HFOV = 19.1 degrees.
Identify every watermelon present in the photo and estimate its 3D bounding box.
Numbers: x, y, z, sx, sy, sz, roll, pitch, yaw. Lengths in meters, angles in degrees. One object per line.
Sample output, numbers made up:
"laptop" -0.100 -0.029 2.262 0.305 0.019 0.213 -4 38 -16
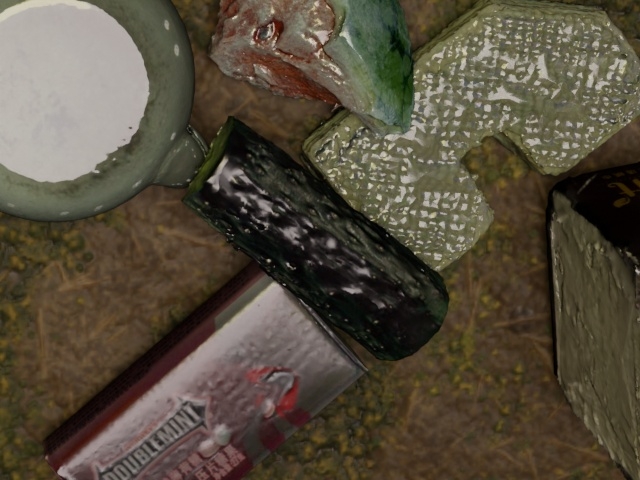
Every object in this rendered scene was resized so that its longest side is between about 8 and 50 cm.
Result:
"watermelon" -0.014 -0.146 1.351 0.139 0.071 0.187 -24 90 12

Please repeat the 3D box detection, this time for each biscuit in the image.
"biscuit" 0.121 -0.088 1.420 0.250 0.046 0.147 -38 108 -1

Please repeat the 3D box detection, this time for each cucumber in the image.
"cucumber" 0.001 0.002 1.341 0.211 0.062 0.078 39 78 -31

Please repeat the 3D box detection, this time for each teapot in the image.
"teapot" -0.184 -0.111 1.307 0.294 0.129 0.193 30 96 -16

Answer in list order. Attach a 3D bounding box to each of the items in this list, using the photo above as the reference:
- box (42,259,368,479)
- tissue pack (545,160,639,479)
"box" -0.086 0.124 1.419 0.224 0.069 0.120 -39 109 1
"tissue pack" 0.373 0.033 1.424 0.370 0.198 0.210 -13 112 -11
